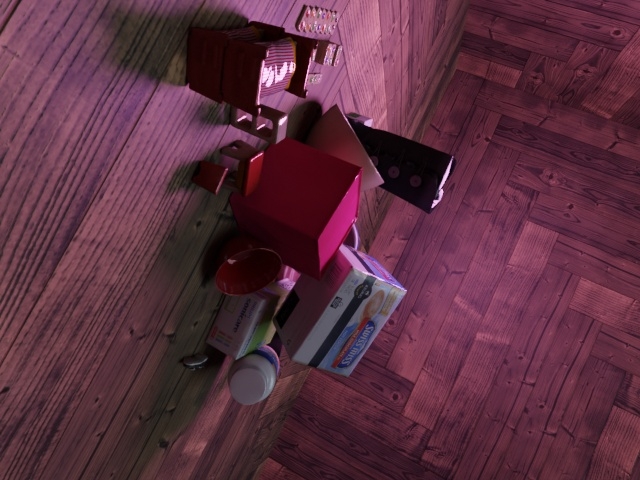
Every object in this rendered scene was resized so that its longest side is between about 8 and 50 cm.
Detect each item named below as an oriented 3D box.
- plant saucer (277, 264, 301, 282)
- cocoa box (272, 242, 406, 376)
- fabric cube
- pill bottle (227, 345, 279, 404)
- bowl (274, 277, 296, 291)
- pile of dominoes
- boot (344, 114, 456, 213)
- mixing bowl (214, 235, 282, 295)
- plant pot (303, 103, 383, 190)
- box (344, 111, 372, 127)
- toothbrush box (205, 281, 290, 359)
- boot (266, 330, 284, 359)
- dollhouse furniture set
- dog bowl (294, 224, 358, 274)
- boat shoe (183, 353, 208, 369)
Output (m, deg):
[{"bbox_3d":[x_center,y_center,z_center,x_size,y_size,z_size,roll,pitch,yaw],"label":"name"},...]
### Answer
[{"bbox_3d":[-0.059,0.066,1.864,0.332,0.084,0.332,-57,164,-26],"label":"plant saucer"},{"bbox_3d":[0.051,0.207,1.427,0.346,0.228,0.231,-58,-150,11],"label":"cocoa box"},{"bbox_3d":[-0.057,-0.087,1.258,0.254,0.258,0.259,-59,165,-26],"label":"fabric cube"},{"bbox_3d":[-0.218,0.438,1.486,0.272,0.153,0.152,142,-27,-88],"label":"pill bottle"},{"bbox_3d":[-0.145,0.191,1.712,0.170,0.080,0.170,-20,175,-2],"label":"bowl"},{"bbox_3d":[-0.007,-0.501,1.190,0.251,0.040,0.195,-41,153,-59],"label":"pile of dominoes"},{"bbox_3d":[0.207,-0.207,1.618,0.146,0.446,0.366,-38,150,-61],"label":"boot"},{"bbox_3d":[-0.205,0.053,1.217,0.182,0.098,0.181,-18,142,-15],"label":"mixing bowl"},{"bbox_3d":[0.046,-0.253,1.422,0.191,0.283,0.284,-32,170,11],"label":"plant pot"},{"bbox_3d":[0.132,-0.421,1.721,0.101,0.087,0.101,-41,153,-59],"label":"box"},{"bbox_3d":[-0.223,0.247,1.493,0.206,0.122,0.283,-65,167,6],"label":"toothbrush box"},{"bbox_3d":[-0.166,0.388,1.813,0.280,0.096,0.263,25,80,-81],"label":"boot"},{"bbox_3d":[-0.146,-0.228,0.911,0.201,0.152,0.373,-47,157,-51],"label":"dollhouse furniture set"},{"bbox_3d":[0.000,0.000,1.588,0.264,0.265,0.104,-66,171,3],"label":"dog bowl"},{"bbox_3d":[-0.368,0.360,1.326,0.125,0.046,0.038,43,67,-84],"label":"boat shoe"}]
